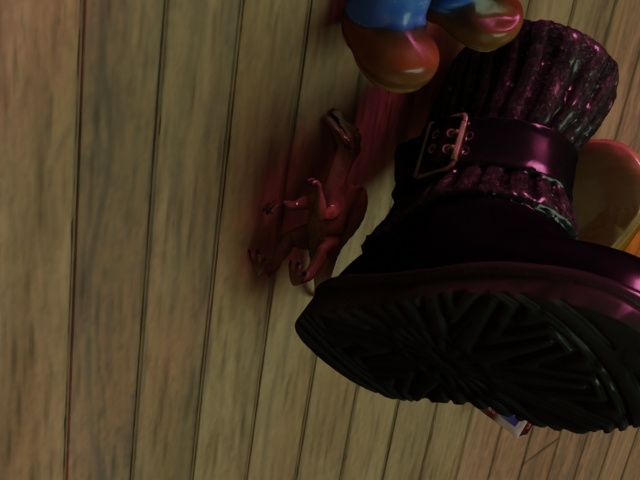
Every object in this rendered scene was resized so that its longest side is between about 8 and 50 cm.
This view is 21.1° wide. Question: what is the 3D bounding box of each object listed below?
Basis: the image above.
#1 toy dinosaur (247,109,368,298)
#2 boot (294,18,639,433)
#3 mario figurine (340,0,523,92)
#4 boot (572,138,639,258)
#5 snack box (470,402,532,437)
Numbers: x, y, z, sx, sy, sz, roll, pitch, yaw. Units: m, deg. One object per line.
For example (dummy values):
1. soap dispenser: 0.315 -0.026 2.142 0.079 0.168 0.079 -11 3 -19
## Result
1. toy dinosaur: 0.000 0.000 1.211 0.092 0.053 0.183 -30 143 -38
2. boot: 0.144 -0.024 1.114 0.131 0.348 0.260 46 67 -27
3. mario figurine: 0.112 -0.221 1.011 0.320 0.170 0.198 104 1 -47
4. boot: 0.224 -0.004 1.396 0.211 0.104 0.295 -10 159 -37
5. snack box: 0.202 0.090 1.581 0.022 0.064 0.178 -2 123 -57
